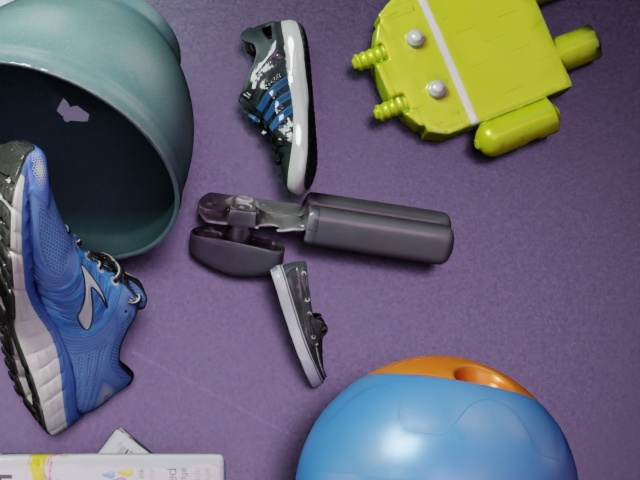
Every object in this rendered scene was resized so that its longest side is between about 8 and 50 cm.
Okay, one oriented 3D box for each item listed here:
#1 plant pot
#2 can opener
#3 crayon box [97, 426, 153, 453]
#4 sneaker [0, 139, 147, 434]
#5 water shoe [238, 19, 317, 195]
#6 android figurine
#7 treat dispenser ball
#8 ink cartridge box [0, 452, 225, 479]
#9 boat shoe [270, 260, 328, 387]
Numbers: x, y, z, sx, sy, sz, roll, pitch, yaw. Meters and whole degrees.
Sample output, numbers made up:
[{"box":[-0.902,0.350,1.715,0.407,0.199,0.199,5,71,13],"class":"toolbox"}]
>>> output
[{"box":[-0.256,-0.147,1.892,0.293,0.293,0.196,21,53,-3],"class":"plant pot"},{"box":[0.000,0.000,1.996,0.284,0.076,0.095,9,113,-5],"class":"can opener"},{"box":[-0.231,0.380,1.895,0.202,0.081,0.318,39,79,1],"class":"crayon box"},{"box":[-0.267,0.036,1.878,0.147,0.130,0.330,-24,127,-22],"class":"sneaker"},{"box":[-0.048,-0.142,2.004,0.080,0.073,0.203,-6,71,7],"class":"water shoe"},{"box":[0.171,-0.215,2.044,0.273,0.056,0.248,-20,84,-11],"class":"android figurine"},{"box":[0.117,0.261,1.846,0.288,0.288,0.288,1,81,-6],"class":"treat dispenser ball"},{"box":[-0.247,0.322,1.796,0.306,0.131,0.226,0,81,-7],"class":"ink cartridge box"},{"box":[-0.015,0.090,1.963,0.040,0.049,0.142,-18,104,-1],"class":"boat shoe"}]
